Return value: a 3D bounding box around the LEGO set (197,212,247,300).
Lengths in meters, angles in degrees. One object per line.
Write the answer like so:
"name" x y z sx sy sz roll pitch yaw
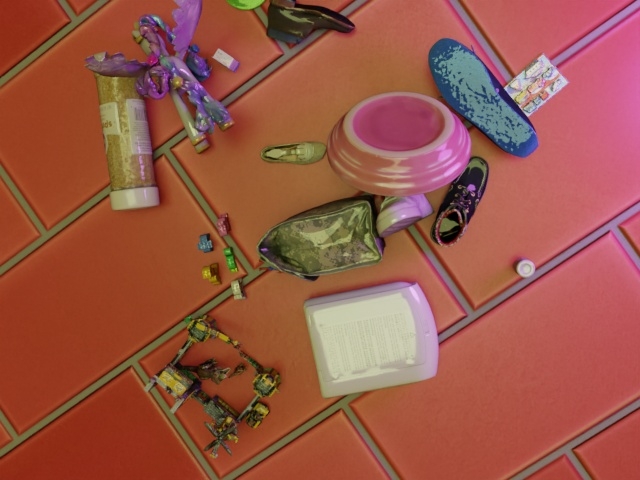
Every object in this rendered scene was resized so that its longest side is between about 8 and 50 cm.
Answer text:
"LEGO set" -0.260 0.052 1.889 0.087 0.093 0.227 -13 92 8

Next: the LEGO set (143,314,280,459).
"LEGO set" -0.270 0.354 1.861 0.255 0.192 0.331 -43 88 8

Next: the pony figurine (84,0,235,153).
"pony figurine" -0.352 -0.395 1.756 0.303 0.351 0.363 -33 94 -4

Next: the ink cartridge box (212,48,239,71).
"ink cartridge box" -0.235 -0.447 1.858 0.048 0.083 0.028 34 97 3

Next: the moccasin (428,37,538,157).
"moccasin" 0.376 -0.330 1.781 0.138 0.117 0.342 -36 94 20

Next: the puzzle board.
"puzzle board" 0.519 -0.374 1.808 0.128 0.011 0.096 -41 89 7

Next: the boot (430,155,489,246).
"boot" 0.334 -0.088 1.765 0.085 0.178 0.236 27 97 4

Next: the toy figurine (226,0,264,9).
"toy figurine" -0.179 -0.652 1.800 0.173 0.159 0.130 -42 88 7

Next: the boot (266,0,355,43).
"boot" -0.030 -0.526 1.846 0.219 0.082 0.106 21 118 1

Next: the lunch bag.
"lunch bag" 0.000 0.000 1.783 0.287 0.235 0.169 -13 95 7

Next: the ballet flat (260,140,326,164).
"ballet flat" -0.069 -0.216 1.869 0.168 0.052 0.057 -6 93 7

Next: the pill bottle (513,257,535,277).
"pill bottle" 0.488 0.064 1.805 0.043 0.083 0.043 1 94 7

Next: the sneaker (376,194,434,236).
"sneaker" 0.165 -0.108 1.736 0.108 0.292 0.169 -28 87 20

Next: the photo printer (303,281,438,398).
"photo printer" 0.132 0.241 1.848 0.308 0.107 0.256 -12 93 7

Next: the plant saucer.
"plant saucer" 0.178 -0.238 1.715 0.332 0.332 0.084 1 135 7

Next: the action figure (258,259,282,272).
"action figure" -0.099 0.065 1.905 0.115 0.030 0.038 1 89 5

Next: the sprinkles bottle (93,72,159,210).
"sprinkles bottle" -0.485 -0.255 1.883 0.121 0.121 0.355 -7 92 7
